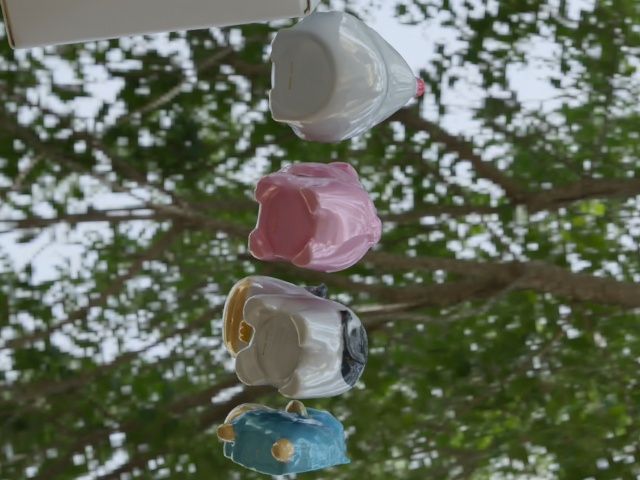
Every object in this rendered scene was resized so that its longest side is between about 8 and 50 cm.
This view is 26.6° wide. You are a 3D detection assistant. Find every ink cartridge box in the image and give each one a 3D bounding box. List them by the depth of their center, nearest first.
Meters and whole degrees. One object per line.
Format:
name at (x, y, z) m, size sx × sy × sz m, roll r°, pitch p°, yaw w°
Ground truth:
ink cartridge box at (-0.090, -0.218, 0.928) m, size 0.197 × 0.273 × 0.114 m, roll -5°, pitch -73°, yaw 9°

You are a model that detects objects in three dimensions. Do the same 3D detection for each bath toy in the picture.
bath toy at (0.000, 0.000, 1.036) m, size 0.151 × 0.129 × 0.348 m, roll 21°, pitch -74°, yaw 43°
